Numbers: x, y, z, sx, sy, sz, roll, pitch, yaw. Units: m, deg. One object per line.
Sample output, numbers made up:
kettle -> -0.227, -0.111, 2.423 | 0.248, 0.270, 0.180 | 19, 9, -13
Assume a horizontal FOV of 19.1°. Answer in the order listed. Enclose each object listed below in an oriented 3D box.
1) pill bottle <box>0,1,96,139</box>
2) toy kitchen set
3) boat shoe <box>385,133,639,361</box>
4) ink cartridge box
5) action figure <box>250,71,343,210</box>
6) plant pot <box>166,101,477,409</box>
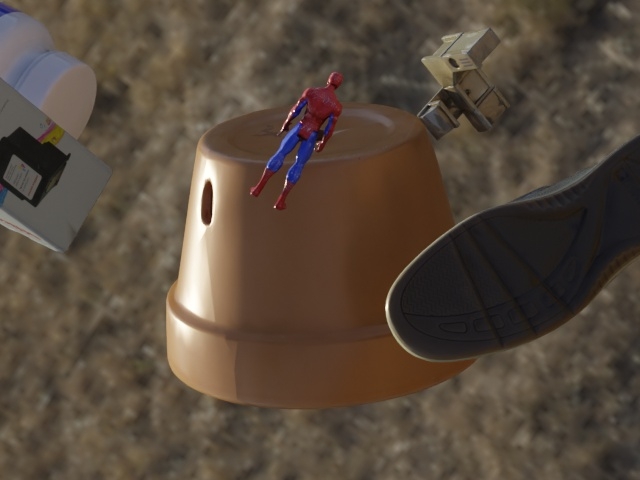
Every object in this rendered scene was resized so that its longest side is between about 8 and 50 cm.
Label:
pill bottle -> -0.379, -0.190, 2.032 | 0.272, 0.152, 0.152 | 25, 78, 19
toy kitchen set -> 0.126, -0.123, 1.603 | 0.068, 0.083, 0.075 | -48, 20, -20
boat shoe -> 0.180, 0.009, 1.515 | 0.302, 0.109, 0.098 | -31, -5, -16
ink cartridge box -> -0.246, -0.074, 1.309 | 0.127, 0.175, 0.072 | 23, 79, 35
action figure -> -0.014, -0.081, 1.475 | 0.115, 0.038, 0.030 | -59, -3, 15
plant pot -> 0.000, 0.000, 1.681 | 0.291, 0.291, 0.203 | 32, 131, 59
